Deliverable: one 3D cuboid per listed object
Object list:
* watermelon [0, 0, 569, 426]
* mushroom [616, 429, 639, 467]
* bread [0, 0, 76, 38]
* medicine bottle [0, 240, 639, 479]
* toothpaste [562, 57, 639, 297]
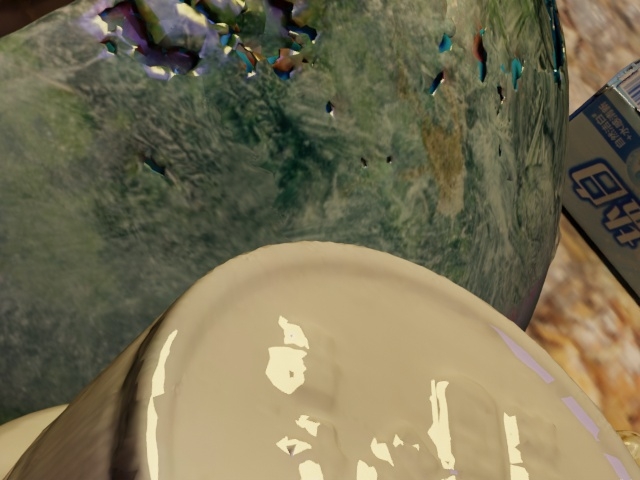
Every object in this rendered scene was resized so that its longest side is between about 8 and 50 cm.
[{"bbox_3d":[0.003,0.006,0.562,0.175,0.188,0.322,61,25,-2],"label":"watermelon"},{"bbox_3d":[0.066,0.137,0.661,0.209,0.071,0.084,-29,112,-48],"label":"mushroom"},{"bbox_3d":[-0.099,-0.268,0.593,0.390,0.279,0.371,59,12,16],"label":"bread"},{"bbox_3d":[-0.051,0.120,0.410,0.143,0.258,0.143,25,43,-26],"label":"medicine bottle"},{"bbox_3d":[0.201,0.045,0.861,0.272,0.066,0.053,51,38,3],"label":"toothpaste"}]
